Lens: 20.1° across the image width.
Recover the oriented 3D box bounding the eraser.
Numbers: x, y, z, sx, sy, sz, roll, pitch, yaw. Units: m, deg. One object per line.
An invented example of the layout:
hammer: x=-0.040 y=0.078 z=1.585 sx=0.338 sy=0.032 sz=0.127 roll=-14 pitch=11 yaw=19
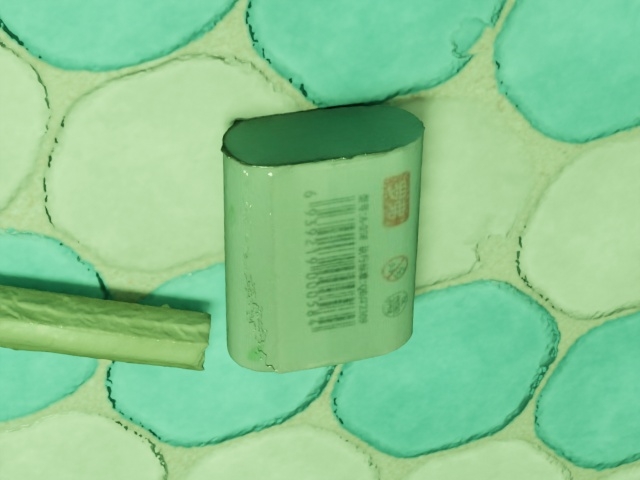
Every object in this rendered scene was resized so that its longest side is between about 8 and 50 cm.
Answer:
eraser: x=0.000 y=0.000 z=1.563 sx=0.174 sy=0.081 sz=0.227 roll=-7 pitch=130 yaw=-10

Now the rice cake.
rice cake: x=-0.210 y=0.074 z=1.563 sx=0.256 sy=0.052 sz=0.057 roll=9 pitch=126 yaw=-26
